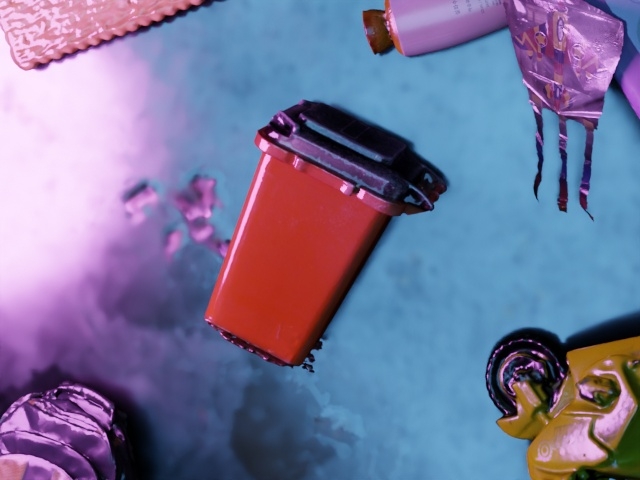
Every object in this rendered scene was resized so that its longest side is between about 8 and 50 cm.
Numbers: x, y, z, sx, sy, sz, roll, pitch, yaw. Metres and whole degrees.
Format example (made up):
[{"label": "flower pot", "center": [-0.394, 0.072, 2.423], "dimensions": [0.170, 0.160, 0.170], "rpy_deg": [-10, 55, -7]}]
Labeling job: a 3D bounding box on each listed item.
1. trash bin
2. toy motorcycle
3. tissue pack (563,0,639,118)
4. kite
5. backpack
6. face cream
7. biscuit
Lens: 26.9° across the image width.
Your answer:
[{"label": "trash bin", "center": [0.000, 0.000, 1.343], "dimensions": [0.184, 0.161, 0.239], "rpy_deg": [25, 107, 6]}, {"label": "toy motorcycle", "center": [0.327, 0.174, 1.297], "dimensions": [0.342, 0.142, 0.206], "rpy_deg": [-13, 88, 27]}, {"label": "tissue pack", "center": [0.411, -0.166, 1.251], "dimensions": [0.242, 0.160, 0.338], "rpy_deg": [-33, 91, 16]}, {"label": "kite", "center": [0.231, -0.128, 1.279], "dimensions": [0.141, 0.015, 0.245], "rpy_deg": [31, 141, 42]}, {"label": "backpack", "center": [-0.287, 0.281, 1.431], "dimensions": [0.206, 0.133, 0.258], "rpy_deg": [17, 92, 16]}, {"label": "face cream", "center": [0.133, -0.232, 1.342], "dimensions": [0.182, 0.051, 0.072], "rpy_deg": [-15, 94, 9]}, {"label": "biscuit", "center": [-0.233, -0.290, 1.405], "dimensions": [0.249, 0.030, 0.160], "rpy_deg": [-20, 93, 10]}]
